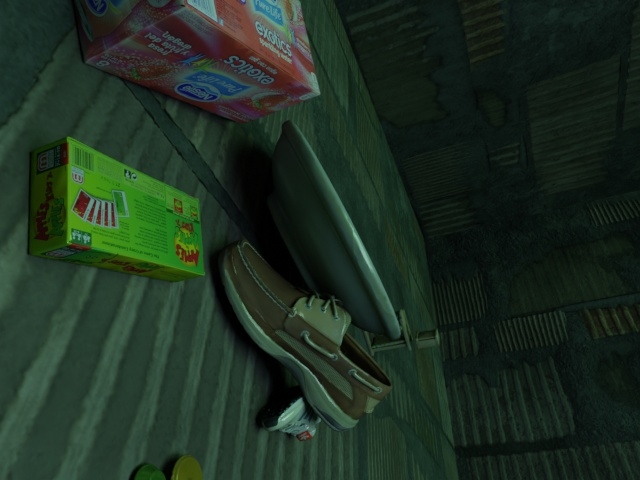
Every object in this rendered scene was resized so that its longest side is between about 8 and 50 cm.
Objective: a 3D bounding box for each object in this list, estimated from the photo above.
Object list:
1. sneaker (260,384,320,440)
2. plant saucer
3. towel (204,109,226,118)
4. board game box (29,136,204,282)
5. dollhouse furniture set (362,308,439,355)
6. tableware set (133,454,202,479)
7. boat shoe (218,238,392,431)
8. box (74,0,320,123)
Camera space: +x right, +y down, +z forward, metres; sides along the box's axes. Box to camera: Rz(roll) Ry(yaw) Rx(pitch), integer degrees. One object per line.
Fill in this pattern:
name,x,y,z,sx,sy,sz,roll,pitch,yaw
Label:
sneaker,-0.032,0.260,0.692,0.161,0.057,0.076,7,65,-74
plant saucer,0.000,0.000,0.803,0.401,0.100,0.400,63,1,-1
towel,-0.166,-0.247,0.721,0.152,0.023,0.113,-12,87,-72
board game box,-0.185,-0.018,0.460,0.181,0.043,0.092,29,50,-66
dollhouse furniture set,0.218,0.212,1.273,0.161,0.181,0.101,-52,126,-67
tableware set,-0.128,0.266,0.462,0.154,0.024,0.104,42,35,-58
boat shoe,-0.014,0.119,0.668,0.324,0.116,0.123,53,11,-17
box,-0.135,-0.268,0.592,0.300,0.142,0.154,-3,80,-66
